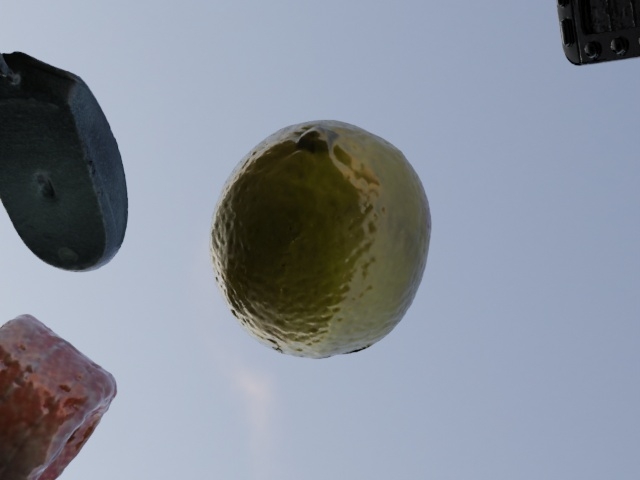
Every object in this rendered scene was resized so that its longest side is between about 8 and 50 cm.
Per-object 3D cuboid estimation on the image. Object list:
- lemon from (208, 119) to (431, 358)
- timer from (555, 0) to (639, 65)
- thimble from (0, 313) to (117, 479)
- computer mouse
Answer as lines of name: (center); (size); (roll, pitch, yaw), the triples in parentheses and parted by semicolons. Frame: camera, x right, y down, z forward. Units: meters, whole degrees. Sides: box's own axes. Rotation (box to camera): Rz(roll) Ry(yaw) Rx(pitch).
lemon: (0.001, 0.000, 1.587); (0.267, 0.267, 0.267); (6, -82, 48)
timer: (0.274, -0.229, 1.250); (0.187, 0.055, 0.144); (2, -77, 59)
thimble: (-0.363, 0.217, 1.746); (0.162, 0.239, 0.239); (37, -54, 3)
computer mouse: (-0.223, -0.073, 1.201); (0.113, 0.068, 0.229); (-2, -50, 13)
